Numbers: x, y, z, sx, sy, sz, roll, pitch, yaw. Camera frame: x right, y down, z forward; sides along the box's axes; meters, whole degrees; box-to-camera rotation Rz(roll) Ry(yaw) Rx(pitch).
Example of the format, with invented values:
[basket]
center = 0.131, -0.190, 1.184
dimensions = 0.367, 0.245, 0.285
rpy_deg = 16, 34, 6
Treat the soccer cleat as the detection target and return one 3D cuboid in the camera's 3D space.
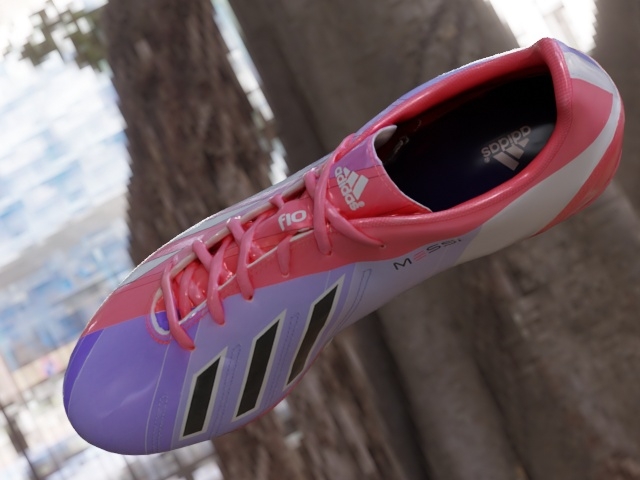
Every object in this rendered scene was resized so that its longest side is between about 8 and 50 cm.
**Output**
[soccer cleat]
center = 0.000, 0.000, 0.692
dimensions = 0.248, 0.083, 0.095
rpy_deg = -29, -22, 8
